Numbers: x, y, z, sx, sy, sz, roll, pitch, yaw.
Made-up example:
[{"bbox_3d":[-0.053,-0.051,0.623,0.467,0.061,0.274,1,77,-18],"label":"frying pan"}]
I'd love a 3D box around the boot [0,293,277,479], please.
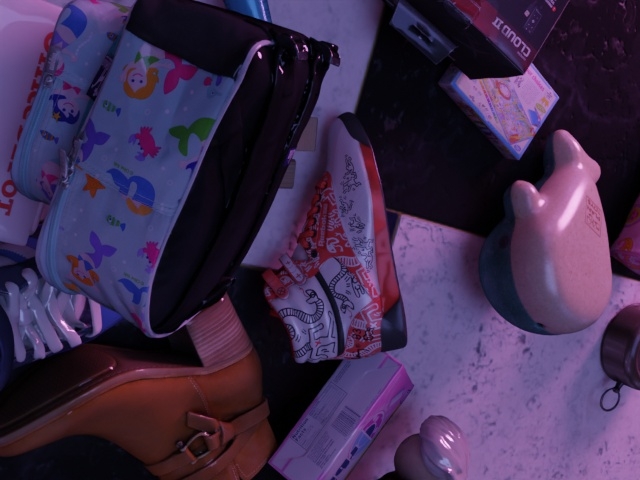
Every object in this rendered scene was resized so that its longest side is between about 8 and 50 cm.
[{"bbox_3d":[-0.180,0.196,0.835,0.283,0.109,0.220,-31,120,-29],"label":"boot"}]

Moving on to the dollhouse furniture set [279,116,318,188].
[{"bbox_3d":[-0.075,-0.038,0.830,0.161,0.101,0.182,-2,102,-31],"label":"dollhouse furniture set"}]

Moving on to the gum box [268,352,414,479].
[{"bbox_3d":[0.025,0.216,0.945,0.188,0.062,0.107,-52,156,-11],"label":"gum box"}]

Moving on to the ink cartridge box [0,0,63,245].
[{"bbox_3d":[-0.347,-0.127,0.638,0.273,0.115,0.198,16,93,-33],"label":"ink cartridge box"}]

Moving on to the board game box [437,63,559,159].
[{"bbox_3d":[0.227,-0.188,1.019,0.154,0.026,0.103,40,80,-31],"label":"board game box"}]

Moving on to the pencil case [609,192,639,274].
[{"bbox_3d":[0.536,-0.073,1.179,0.124,0.124,0.284,35,84,-32],"label":"pencil case"}]

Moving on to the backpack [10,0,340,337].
[{"bbox_3d":[-0.119,-0.060,0.638,0.191,0.225,0.253,20,105,9],"label":"backpack"}]

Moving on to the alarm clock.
[{"bbox_3d":[0.487,0.181,1.245,0.129,0.064,0.192,38,84,-32],"label":"alarm clock"}]

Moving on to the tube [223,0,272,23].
[{"bbox_3d":[-0.071,-0.230,0.809,0.052,0.080,0.207,-16,108,5],"label":"tube"}]

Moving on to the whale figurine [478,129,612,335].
[{"bbox_3d":[0.292,-0.008,1.060,0.216,0.141,0.272,34,59,-32],"label":"whale figurine"}]

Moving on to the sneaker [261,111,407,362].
[{"bbox_3d":[0.000,0.001,0.889,0.145,0.090,0.270,-11,90,-4],"label":"sneaker"}]

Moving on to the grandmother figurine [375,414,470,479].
[{"bbox_3d":[0.046,0.339,0.957,0.342,0.208,0.104,-41,89,-14],"label":"grandmother figurine"}]

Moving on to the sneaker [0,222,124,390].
[{"bbox_3d":[-0.256,0.076,0.667,0.323,0.236,0.130,-12,108,-28],"label":"sneaker"}]

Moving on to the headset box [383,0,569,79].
[{"bbox_3d":[0.180,-0.336,0.893,0.218,0.110,0.293,34,83,-24],"label":"headset box"}]
